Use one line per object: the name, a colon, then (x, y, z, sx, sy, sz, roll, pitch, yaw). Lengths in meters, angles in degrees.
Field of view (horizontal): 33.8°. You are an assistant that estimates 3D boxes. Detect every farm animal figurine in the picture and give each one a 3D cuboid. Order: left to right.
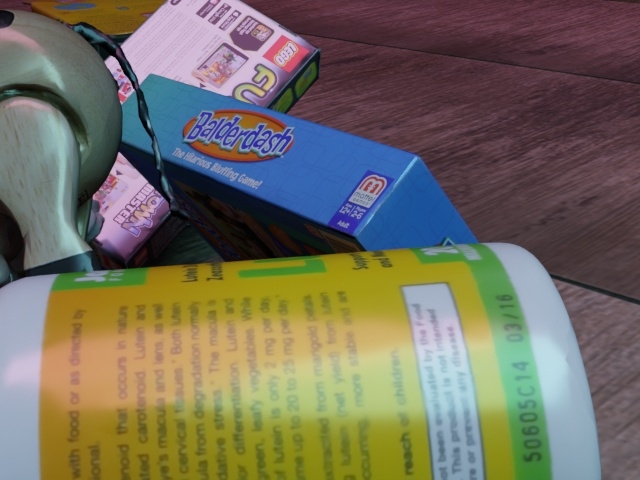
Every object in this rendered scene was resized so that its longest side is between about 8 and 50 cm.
farm animal figurine: (-0.222, -0.035, 0.421, 0.327, 0.172, 0.330, -10, -9, -28)

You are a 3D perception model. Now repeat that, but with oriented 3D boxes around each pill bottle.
pill bottle: (-0.044, 0.076, 0.360, 0.246, 0.136, 0.136, -4, 22, -6)

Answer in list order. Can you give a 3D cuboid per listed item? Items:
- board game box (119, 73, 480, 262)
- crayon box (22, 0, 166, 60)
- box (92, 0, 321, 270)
board game box: (0.000, 0.000, 0.532, 0.210, 0.160, 0.047, 23, 70, 46)
crayon box: (-0.215, -0.239, 1.251, 0.202, 0.081, 0.318, -12, 24, -25)
box: (-0.105, -0.080, 0.707, 0.114, 0.036, 0.207, 34, 66, 14)
